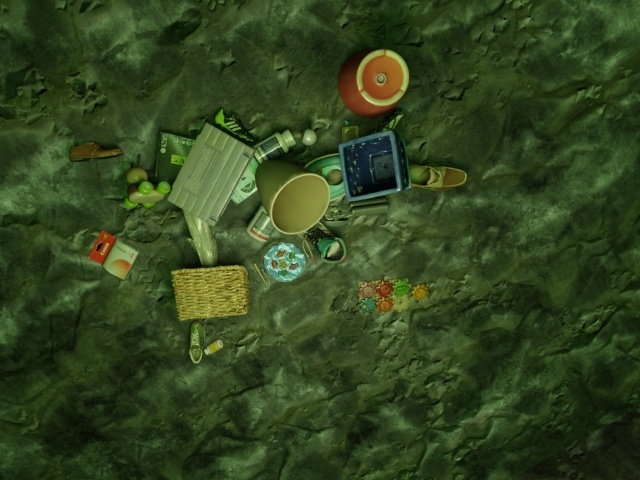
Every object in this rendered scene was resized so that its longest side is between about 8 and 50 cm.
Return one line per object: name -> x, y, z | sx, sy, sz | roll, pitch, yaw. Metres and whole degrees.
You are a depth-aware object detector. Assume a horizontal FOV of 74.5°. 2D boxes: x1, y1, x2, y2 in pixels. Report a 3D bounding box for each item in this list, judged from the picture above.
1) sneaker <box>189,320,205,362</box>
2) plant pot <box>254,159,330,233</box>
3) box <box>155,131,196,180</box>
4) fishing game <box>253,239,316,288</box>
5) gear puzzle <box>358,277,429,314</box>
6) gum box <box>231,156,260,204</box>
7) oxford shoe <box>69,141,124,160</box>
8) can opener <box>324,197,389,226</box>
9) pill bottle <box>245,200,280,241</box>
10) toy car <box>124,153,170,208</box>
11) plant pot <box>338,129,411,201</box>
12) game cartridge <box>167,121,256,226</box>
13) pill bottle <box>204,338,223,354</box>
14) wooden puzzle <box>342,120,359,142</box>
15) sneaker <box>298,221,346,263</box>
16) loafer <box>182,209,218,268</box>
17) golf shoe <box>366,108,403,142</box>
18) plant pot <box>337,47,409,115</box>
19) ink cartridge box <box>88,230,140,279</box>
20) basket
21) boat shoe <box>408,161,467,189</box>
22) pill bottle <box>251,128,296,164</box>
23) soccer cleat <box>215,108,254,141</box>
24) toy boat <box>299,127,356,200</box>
sneaker -> -0.567, 0.472, 1.932 | 0.064, 0.086, 0.192 | -1, 105, -5
plant pot -> -0.144, -0.204, 1.650 | 0.257, 0.274, 0.256 | -23, 135, -25
box -> -0.571, -0.336, 1.734 | 0.191, 0.045, 0.184 | 11, 102, -7
fishing game -> -0.159, 0.099, 1.890 | 0.264, 0.041, 0.189 | -23, 105, -1
gear puzzle -> 0.347, 0.265, 1.976 | 0.339, 0.044, 0.175 | -4, 105, -4
gum box -> -0.329, -0.265, 1.775 | 0.184, 0.041, 0.157 | -35, 105, 4
oxford shoe -> -0.901, -0.361, 1.686 | 0.212, 0.076, 0.076 | -4, 95, -5
can opener -> 0.155, -0.122, 1.854 | 0.284, 0.076, 0.095 | -8, 138, -3
pill bottle -> -0.228, -0.093, 1.796 | 0.108, 0.108, 0.180 | 33, 101, -12
toy car -> -0.722, -0.247, 1.705 | 0.155, 0.149, 0.188 | -27, 80, 36
plant pot -> 0.231, -0.290, 1.671 | 0.236, 0.212, 0.235 | -7, 94, 30
game cartridge -> -0.440, -0.264, 1.689 | 0.230, 0.068, 0.355 | 31, 98, 5
pill bottle -> -0.500, 0.500, 1.967 | 0.083, 0.043, 0.043 | -32, 105, 4
wooden puzzle -> 0.127, -0.446, 1.781 | 0.079, 0.014, 0.116 | 0, 105, -9
sneaker -> 0.000, 0.000, 1.799 | 0.296, 0.178, 0.123 | 35, 95, -14
loafer -> -0.514, -0.007, 1.800 | 0.112, 0.112, 0.319 | -9, 98, 2
golf shoe -> 0.282, -0.460, 1.766 | 0.198, 0.077, 0.094 | -43, 115, 14
plant pot -> 0.214, -0.613, 1.623 | 0.275, 0.243, 0.274 | -1, 106, -4
ink cartridge box -> -0.894, 0.063, 1.816 | 0.179, 0.045, 0.145 | 30, 100, -14
basket -> -0.457, 0.193, 1.801 | 0.299, 0.213, 0.222 | -6, 103, -3
boat shoe -> 0.469, -0.269, 1.802 | 0.324, 0.120, 0.122 | 1, 105, -5
pill bottle -> -0.189, -0.385, 1.727 | 0.169, 0.094, 0.094 | -29, 106, 4
soccer cleat -> -0.342, -0.466, 1.711 | 0.179, 0.060, 0.072 | 30, 99, -9
toy boat -> 0.000, -0.310, 1.736 | 0.268, 0.148, 0.318 | -25, 106, 2
